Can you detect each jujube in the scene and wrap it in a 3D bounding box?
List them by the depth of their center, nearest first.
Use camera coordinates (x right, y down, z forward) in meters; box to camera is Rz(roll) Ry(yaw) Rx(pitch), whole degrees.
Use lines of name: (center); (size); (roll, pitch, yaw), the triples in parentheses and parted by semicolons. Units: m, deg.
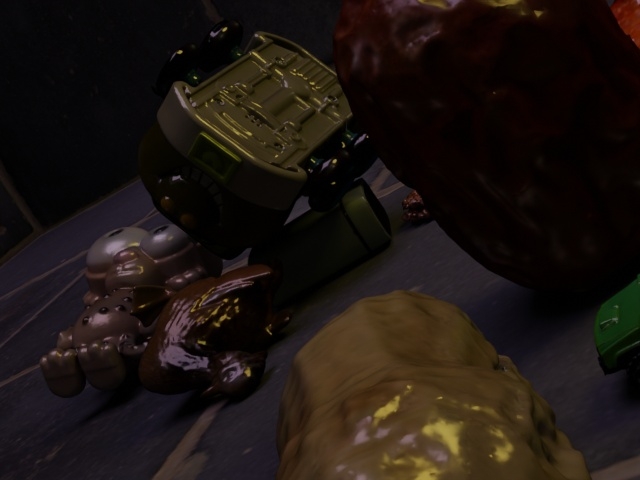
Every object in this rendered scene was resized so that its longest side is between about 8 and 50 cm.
jujube: (0.120, -0.086, 0.815); (0.174, 0.250, 0.174); (-35, 10, 7)

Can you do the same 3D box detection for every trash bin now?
trash bin: (0.000, 0.000, 1.262); (0.130, 0.059, 0.116); (-31, 9, 8)

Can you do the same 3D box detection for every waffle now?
waffle: (0.113, -0.047, 1.235); (0.075, 0.029, 0.083); (-23, 17, 50)

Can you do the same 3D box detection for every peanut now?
peanut: (0.042, 0.098, 0.547); (0.130, 0.130, 0.290); (-31, 12, 7)

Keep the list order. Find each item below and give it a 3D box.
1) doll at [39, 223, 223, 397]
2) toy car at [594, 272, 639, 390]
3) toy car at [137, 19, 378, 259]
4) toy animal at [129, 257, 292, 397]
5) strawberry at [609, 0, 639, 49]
doll: (-0.194, 0.069, 1.358); (0.154, 0.119, 0.278); (-15, 21, 12)
toy car: (0.205, 0.013, 0.633); (0.165, 0.062, 0.071); (-28, 12, 21)
toy car: (-0.076, -0.072, 1.253); (0.198, 0.204, 0.248); (-56, -5, 32)
toy animal: (-0.076, 0.072, 1.120); (0.188, 0.089, 0.179); (-38, 29, -29)
strawberry: (0.313, -0.130, 0.887); (0.233, 0.138, 0.306); (-47, 29, 28)
